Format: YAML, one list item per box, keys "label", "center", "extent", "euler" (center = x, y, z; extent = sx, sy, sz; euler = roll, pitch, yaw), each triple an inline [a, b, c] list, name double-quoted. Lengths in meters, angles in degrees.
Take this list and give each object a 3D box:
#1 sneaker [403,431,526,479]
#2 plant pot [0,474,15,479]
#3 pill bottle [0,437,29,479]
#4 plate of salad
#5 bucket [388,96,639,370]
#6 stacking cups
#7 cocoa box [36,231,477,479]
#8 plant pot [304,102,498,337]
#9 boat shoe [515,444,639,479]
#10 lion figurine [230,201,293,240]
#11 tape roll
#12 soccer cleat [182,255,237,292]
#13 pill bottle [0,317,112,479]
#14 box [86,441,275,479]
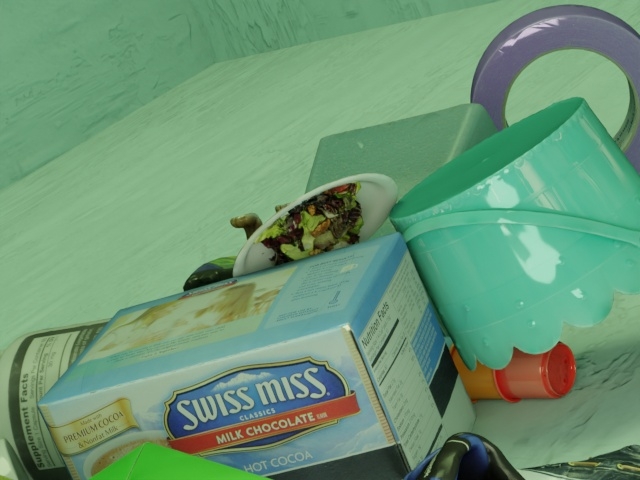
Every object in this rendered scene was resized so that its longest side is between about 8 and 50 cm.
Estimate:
- label: "sneaker"
  center: [0.096, 0.246, 1.413]
  extent: [0.316, 0.182, 0.127]
  euler: [0, 27, 39]
- label: "plant pot"
  center: [-0.342, 0.397, 1.476]
  extent: [0.275, 0.274, 0.293]
  euler: [-22, 32, 2]
- label: "pill bottle"
  center: [-0.476, 0.352, 1.849]
  extent: [0.334, 0.188, 0.188]
  euler: [-25, 16, -8]
- label: "plate of salad"
  center: [0.000, 0.000, 1.758]
  extent: [0.200, 0.048, 0.200]
  euler: [-25, -24, -12]
- label: "bucket"
  center: [0.217, -0.011, 1.740]
  extent: [0.281, 0.183, 0.281]
  euler: [-32, 8, 5]
- label: "stacking cups"
  center: [0.137, 0.146, 1.886]
  extent: [0.316, 0.096, 0.096]
  euler: [-5, 24, 44]
- label: "cocoa box"
  center: [-0.057, 0.169, 1.667]
  extent: [0.347, 0.228, 0.231]
  euler: [-16, 18, 22]
- label: "plant pot"
  center: [0.116, 0.020, 2.074]
  extent: [0.247, 0.248, 0.252]
  euler: [-11, 38, 33]
- label: "boat shoe"
  center: [0.242, 0.230, 1.544]
  extent: [0.183, 0.065, 0.083]
  euler: [0, 24, 40]
- label: "lion figurine"
  center: [-0.020, 0.067, 2.213]
  extent: [0.142, 0.240, 0.392]
  euler: [-15, 2, 23]
- label: "tape roll"
  center: [0.349, -0.190, 2.348]
  extent: [0.275, 0.274, 0.090]
  euler: [-19, 15, 10]
- label: "soccer cleat"
  center: [-0.072, 0.047, 2.474]
  extent: [0.289, 0.093, 0.121]
  euler: [-12, 13, 30]
- label: "pill bottle"
  center: [-0.262, 0.197, 1.994]
  extent: [0.361, 0.204, 0.204]
  euler: [-10, 20, 21]
- label: "box"
  center: [-0.090, 0.314, 1.395]
  extent: [0.127, 0.231, 0.262]
  euler: [-32, 18, -29]
